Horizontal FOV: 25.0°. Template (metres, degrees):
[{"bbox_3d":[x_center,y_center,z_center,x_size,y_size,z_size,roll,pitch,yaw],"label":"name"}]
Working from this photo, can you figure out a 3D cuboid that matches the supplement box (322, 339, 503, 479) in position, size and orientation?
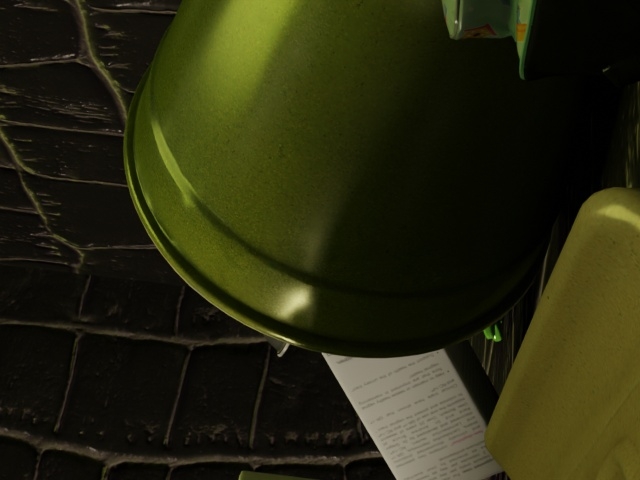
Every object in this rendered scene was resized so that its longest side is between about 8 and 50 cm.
[{"bbox_3d":[0.090,0.128,1.399,0.220,0.114,0.111,59,-165,-16],"label":"supplement box"}]

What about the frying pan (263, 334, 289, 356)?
[{"bbox_3d":[-0.012,0.027,1.356,0.326,0.053,0.197,-96,30,-83],"label":"frying pan"}]

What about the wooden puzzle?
[{"bbox_3d":[0.105,0.198,0.469,0.322,0.080,0.348,88,-176,-69],"label":"wooden puzzle"}]

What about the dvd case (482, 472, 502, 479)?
[{"bbox_3d":[0.164,0.350,1.490,0.164,0.018,0.221,91,-173,-72],"label":"dvd case"}]

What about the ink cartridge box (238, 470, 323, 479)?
[{"bbox_3d":[0.041,0.287,1.068,0.171,0.232,0.168,92,-175,-61],"label":"ink cartridge box"}]

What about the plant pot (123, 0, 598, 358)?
[{"bbox_3d":[0.060,-0.157,1.057,0.353,0.366,0.366,113,168,-54],"label":"plant pot"}]

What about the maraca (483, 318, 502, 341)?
[{"bbox_3d":[0.169,0.019,1.580,0.127,0.099,0.186,16,-121,-68],"label":"maraca"}]

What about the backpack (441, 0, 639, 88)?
[{"bbox_3d":[0.126,-0.190,0.714,0.166,0.144,0.188,82,-164,-56],"label":"backpack"}]
